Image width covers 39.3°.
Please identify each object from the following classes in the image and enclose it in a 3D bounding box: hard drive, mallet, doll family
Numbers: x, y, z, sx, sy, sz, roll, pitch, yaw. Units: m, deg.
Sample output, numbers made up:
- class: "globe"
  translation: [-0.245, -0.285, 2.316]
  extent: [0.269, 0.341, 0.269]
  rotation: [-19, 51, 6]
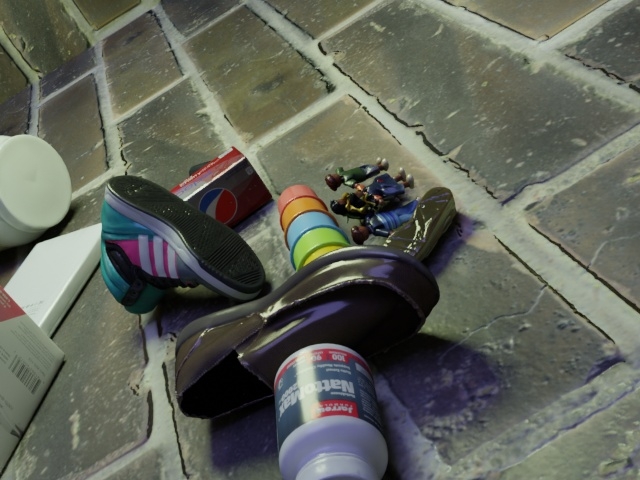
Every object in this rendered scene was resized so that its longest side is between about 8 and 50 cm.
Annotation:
- class: "hard drive"
  translation: [-0.513, 0.097, 1.630]
  extent: [0.203, 0.040, 0.308]
  rotation: [-15, 33, 29]
- class: "mallet"
  translation: [-0.220, -0.079, 1.624]
  extent: [0.062, 0.039, 0.190]
  rotation: [-18, 37, 21]
- class: "doll family"
  translation: [0.069, -0.055, 1.251]
  extent: [0.111, 0.076, 0.193]
  rotation: [-19, 20, -15]

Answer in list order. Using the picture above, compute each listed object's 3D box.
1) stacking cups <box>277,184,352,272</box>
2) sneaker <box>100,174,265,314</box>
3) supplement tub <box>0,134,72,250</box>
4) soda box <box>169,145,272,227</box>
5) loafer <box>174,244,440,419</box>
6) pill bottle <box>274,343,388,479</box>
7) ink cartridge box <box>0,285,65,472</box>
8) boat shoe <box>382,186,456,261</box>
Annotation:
- class: "stacking cups"
  translation: [0.000, 0.000, 1.224]
  extent: [0.096, 0.096, 0.316]
  rotation: [-30, 27, 5]
- class: "sneaker"
  translation: [-0.224, 0.048, 1.344]
  extent: [0.295, 0.178, 0.123]
  rotation: [34, 33, 22]
- class: "supplement tub"
  translation: [-0.716, -0.088, 1.913]
  extent: [0.324, 0.235, 0.235]
  rotation: [-14, 34, 31]
- class: "soda box"
  translation: [-0.217, -0.040, 1.494]
  extent: [0.263, 0.092, 0.083]
  rotation: [-36, 29, -6]
- class: "loafer"
  translation: [-0.024, 0.127, 1.030]
  extent: [0.365, 0.134, 0.130]
  rotation: [-27, 32, 30]
- class: "pill bottle"
  translation: [0.010, 0.196, 0.891]
  extent: [0.108, 0.108, 0.180]
  rotation: [-27, 29, 10]
- class: "ink cartridge box"
  translation: [-0.523, 0.210, 1.291]
  extent: [0.117, 0.207, 0.283]
  rotation: [-19, 31, 25]
- class: "boat shoe"
  translation: [0.127, -0.001, 1.155]
  extent: [0.056, 0.048, 0.153]
  rotation: [15, 60, 38]
